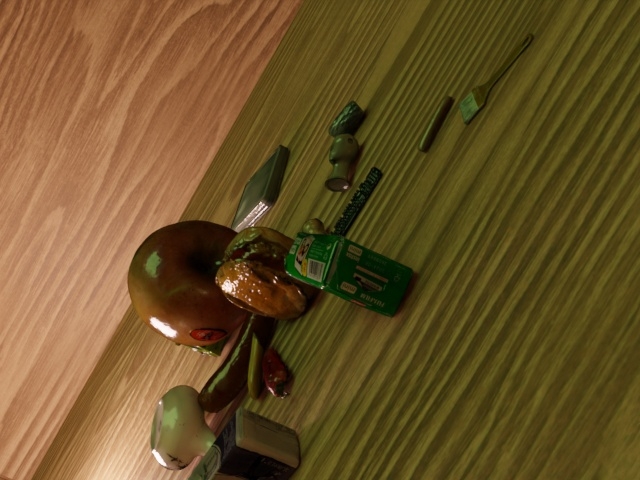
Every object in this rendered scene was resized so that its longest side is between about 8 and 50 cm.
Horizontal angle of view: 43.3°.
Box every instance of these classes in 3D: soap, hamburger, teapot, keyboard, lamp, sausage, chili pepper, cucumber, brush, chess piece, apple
[{"bbox_3d":[-0.150,0.289,1.889,0.089,0.033,0.169,94,179,-61],"label":"soap"},{"bbox_3d":[-0.124,0.071,1.899,0.244,0.244,0.163,-36,28,52],"label":"hamburger"},{"bbox_3d":[-0.349,0.468,2.054,0.300,0.165,0.209,-126,39,-77],"label":"teapot"},{"bbox_3d":[0.084,-0.085,1.898,0.196,0.018,0.060,-59,22,9],"label":"keyboard"},{"bbox_3d":[-0.207,-0.162,2.701,0.269,0.047,0.267,-41,28,46],"label":"lamp"},{"bbox_3d":[-0.198,0.291,1.990,0.102,0.076,0.302,9,66,55],"label":"sausage"},{"bbox_3d":[0.243,-0.248,1.707,0.132,0.024,0.024,-63,19,-1],"label":"sausage"},{"bbox_3d":[-0.103,0.293,1.803,0.268,0.050,0.059,-124,48,-70],"label":"chili pepper"},{"bbox_3d":[0.072,-0.325,2.190,0.112,0.064,0.064,-54,20,18],"label":"cucumber"},{"bbox_3d":[0.343,-0.321,1.575,0.205,0.011,0.083,-50,21,28],"label":"brush"},{"bbox_3d":[-0.001,0.000,1.943,0.060,0.060,0.172,-58,22,10],"label":"chess piece"},{"bbox_3d":[-0.336,0.122,2.111,0.305,0.338,0.339,123,164,-48],"label":"apple"}]

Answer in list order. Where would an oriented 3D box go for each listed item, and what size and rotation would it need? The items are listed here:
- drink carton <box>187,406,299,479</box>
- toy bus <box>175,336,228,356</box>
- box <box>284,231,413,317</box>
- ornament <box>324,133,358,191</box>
[{"bbox_3d":[-0.156,0.455,1.582,0.222,0.134,0.102,-55,22,20],"label":"drink carton"},{"bbox_3d":[-0.363,0.267,2.361,0.301,0.139,0.113,-7,58,65],"label":"toy bus"},{"bbox_3d":[0.047,0.059,1.549,0.103,0.180,0.250,-67,21,-3],"label":"box"},{"bbox_3d":[0.053,-0.204,2.050,0.074,0.081,0.156,-30,40,51],"label":"ornament"}]
